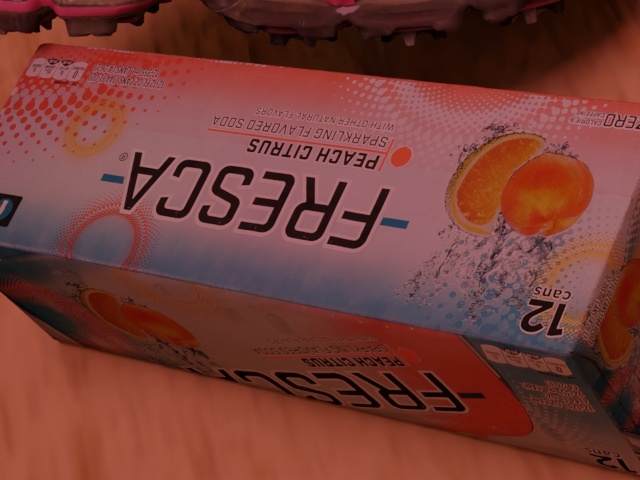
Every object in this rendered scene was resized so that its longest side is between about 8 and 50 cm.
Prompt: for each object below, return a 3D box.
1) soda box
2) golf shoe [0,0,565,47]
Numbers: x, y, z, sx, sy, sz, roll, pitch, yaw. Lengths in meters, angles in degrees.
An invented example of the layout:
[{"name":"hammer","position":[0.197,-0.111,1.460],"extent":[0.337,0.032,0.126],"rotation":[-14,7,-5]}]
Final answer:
[{"name":"soda box","position":[0.000,0.000,0.434],"extent":[0.183,0.058,0.063],"rotation":[10,64,36]},{"name":"golf shoe","position":[-0.014,-0.094,0.463],"extent":[0.186,0.086,0.067],"rotation":[4,19,10]}]
